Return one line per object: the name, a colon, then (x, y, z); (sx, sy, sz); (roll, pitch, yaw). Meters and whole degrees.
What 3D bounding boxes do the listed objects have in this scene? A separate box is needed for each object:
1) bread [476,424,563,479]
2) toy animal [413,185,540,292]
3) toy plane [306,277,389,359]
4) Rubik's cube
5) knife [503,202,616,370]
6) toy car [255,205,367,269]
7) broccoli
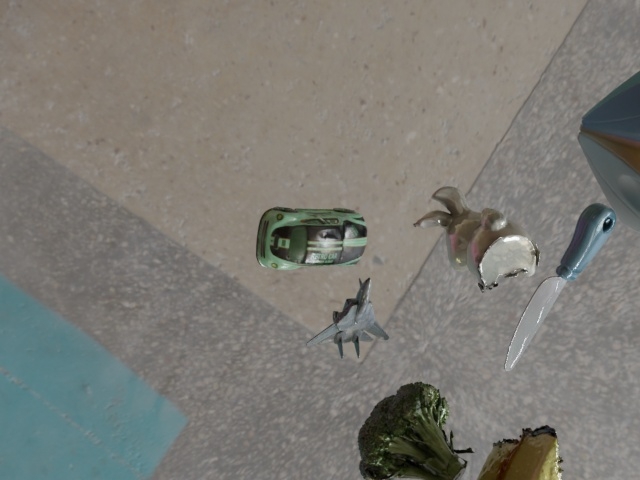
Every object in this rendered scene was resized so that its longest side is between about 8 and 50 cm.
bread: (0.477, 0.649, 1.621); (0.242, 0.345, 0.405); (29, 79, -6)
toy animal: (0.405, 0.001, 1.791); (0.183, 0.310, 0.247); (-43, 116, 2)
toy plane: (0.082, 0.164, 1.633); (0.212, 0.267, 0.088); (-2, 42, -15)
Rubik's cube: (0.848, -0.203, 1.568); (0.351, 0.352, 0.347); (-39, 116, -5)
knife: (0.291, 0.060, 0.879); (0.032, 0.058, 0.244); (39, 100, 43)
toy car: (0.000, 0.000, 1.585); (0.125, 0.305, 0.136); (19, 105, 51)
broccoli: (0.248, 0.515, 1.796); (0.283, 0.321, 0.304); (35, 105, 34)
